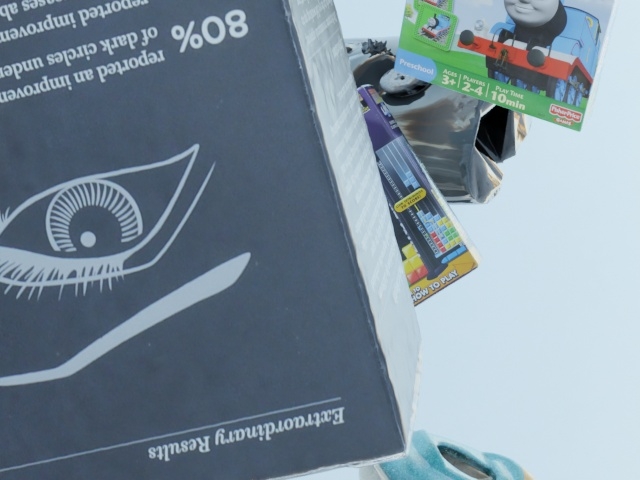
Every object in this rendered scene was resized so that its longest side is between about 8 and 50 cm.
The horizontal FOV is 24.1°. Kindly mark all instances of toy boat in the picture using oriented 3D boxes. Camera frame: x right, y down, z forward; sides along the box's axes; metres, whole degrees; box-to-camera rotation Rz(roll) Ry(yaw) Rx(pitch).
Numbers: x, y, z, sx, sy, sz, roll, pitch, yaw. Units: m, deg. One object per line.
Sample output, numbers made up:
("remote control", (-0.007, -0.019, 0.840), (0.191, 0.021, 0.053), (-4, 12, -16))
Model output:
("toy boat", (0.193, 0.310, 1.625), (0.267, 0.318, 0.148), (24, -76, -27))

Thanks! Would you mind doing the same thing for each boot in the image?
("boot", (-0.062, -0.064, 1.341), (0.146, 0.445, 0.367), (78, -154, -45))

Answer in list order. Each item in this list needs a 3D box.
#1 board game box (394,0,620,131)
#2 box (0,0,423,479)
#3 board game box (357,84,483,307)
("board game box", (0.148, -0.202, 1.130), (0.039, 0.160, 0.212), (-49, -26, -51))
("box", (-0.065, -0.025, 0.481), (0.108, 0.153, 0.207), (-66, -37, -74))
("board game box", (0.000, 0.000, 1.002), (0.141, 0.170, 0.048), (56, -167, -1))
